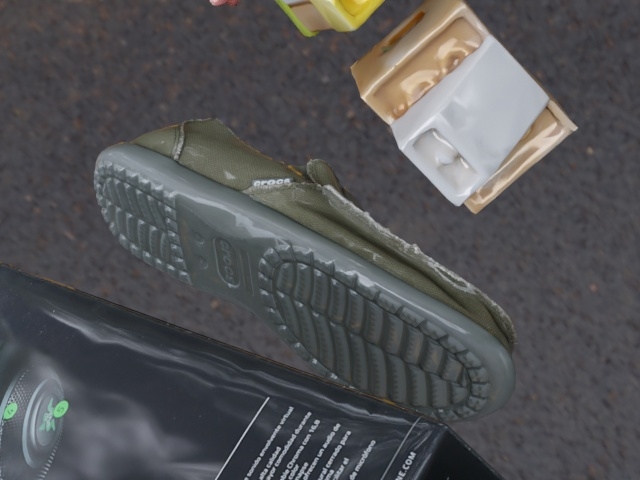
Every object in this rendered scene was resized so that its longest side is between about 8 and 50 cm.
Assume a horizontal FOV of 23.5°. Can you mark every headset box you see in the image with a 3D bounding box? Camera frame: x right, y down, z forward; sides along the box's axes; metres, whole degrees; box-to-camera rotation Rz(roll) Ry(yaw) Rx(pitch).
[{"bbox_3d":[-0.085,0.158,0.534,0.283,0.131,0.246,14,66,46],"label":"headset box"}]

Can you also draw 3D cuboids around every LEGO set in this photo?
[{"bbox_3d":[-0.072,-0.092,0.382,0.107,0.287,0.132,8,89,64],"label":"LEGO set"}]

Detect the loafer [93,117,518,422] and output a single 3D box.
[{"bbox_3d":[0.000,0.000,0.774,0.251,0.094,0.087,31,53,24],"label":"loafer"}]
